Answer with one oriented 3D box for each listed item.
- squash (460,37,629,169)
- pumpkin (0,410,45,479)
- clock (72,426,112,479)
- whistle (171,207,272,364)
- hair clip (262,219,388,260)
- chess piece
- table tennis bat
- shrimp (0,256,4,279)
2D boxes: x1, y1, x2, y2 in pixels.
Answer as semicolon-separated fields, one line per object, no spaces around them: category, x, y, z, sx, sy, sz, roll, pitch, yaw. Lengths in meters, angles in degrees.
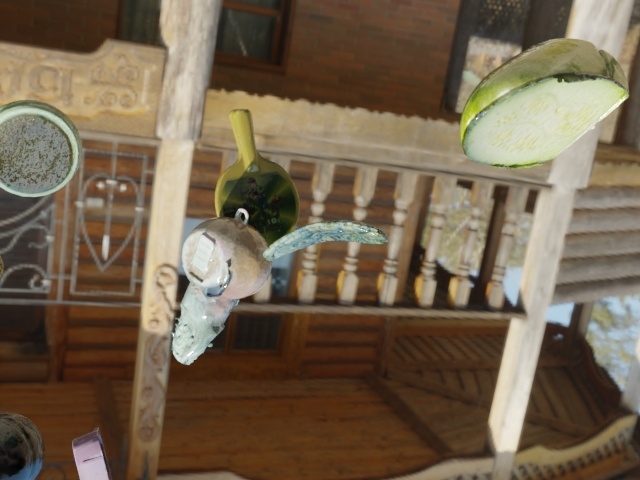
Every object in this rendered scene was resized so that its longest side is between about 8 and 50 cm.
squash;0.363;-0.213;1.264;0.210;0.233;0.309;46;-143;-2
pumpkin;-0.703;0.434;1.536;0.248;0.248;0.248;9;-167;-2
clock;-0.437;0.440;1.454;0.050;0.153;0.110;-13;-172;-16
whistle;-0.207;0.093;1.532;0.189;0.348;0.189;22;-165;-6
hair clip;0.001;-0.002;1.022;0.066;0.036;0.229;19;159;-41
chess piece;-0.614;-0.215;1.602;0.194;0.194;0.299;4;-164;-22
table tennis bat;-0.150;-0.135;1.667;0.198;0.321;0.050;-10;178;-28
shrimp;-0.574;0.050;1.117;0.217;0.115;0.051;-6;151;3
